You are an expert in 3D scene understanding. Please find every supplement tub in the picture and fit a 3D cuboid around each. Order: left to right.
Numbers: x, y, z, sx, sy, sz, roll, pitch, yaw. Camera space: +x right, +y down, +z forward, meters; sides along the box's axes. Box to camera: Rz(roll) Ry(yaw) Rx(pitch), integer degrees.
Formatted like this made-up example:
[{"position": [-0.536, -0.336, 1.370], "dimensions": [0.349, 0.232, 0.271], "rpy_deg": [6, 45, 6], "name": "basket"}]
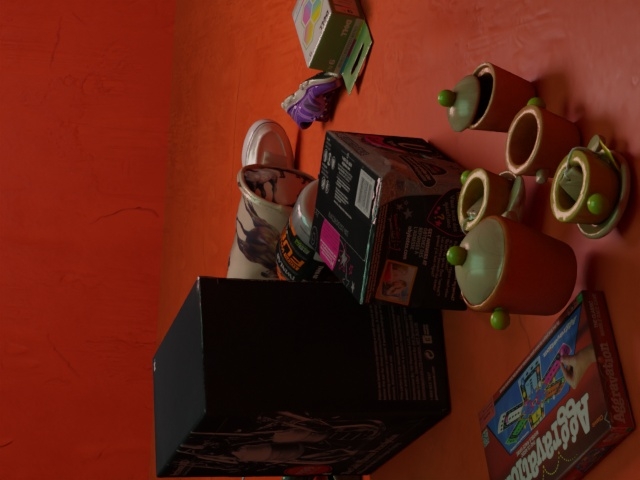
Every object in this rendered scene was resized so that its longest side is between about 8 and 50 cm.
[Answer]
[{"position": [0.000, 0.000, 2.068], "dimensions": [0.190, 0.117, 0.117], "rpy_deg": [116, 152, -55], "name": "supplement tub"}]

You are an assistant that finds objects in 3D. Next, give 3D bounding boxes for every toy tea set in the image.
[{"position": [0.176, -0.062, 1.401], "dimensions": [0.336, 0.124, 0.200], "rpy_deg": [-115, 42, -59], "name": "toy tea set"}]

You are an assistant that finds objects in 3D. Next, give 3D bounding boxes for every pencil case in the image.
[{"position": [-0.092, 0.066, 2.306], "dimensions": [0.183, 0.160, 0.410], "rpy_deg": [-80, 3, -58], "name": "pencil case"}]

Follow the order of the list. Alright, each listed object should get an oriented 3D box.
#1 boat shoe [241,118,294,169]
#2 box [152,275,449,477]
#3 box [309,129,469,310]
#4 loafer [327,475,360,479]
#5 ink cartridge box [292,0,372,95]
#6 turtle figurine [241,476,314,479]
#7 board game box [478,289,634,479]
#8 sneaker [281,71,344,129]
[{"position": [-0.085, -0.078, 2.429], "dimensions": [0.088, 0.096, 0.267], "rpy_deg": [-159, 71, -69], "name": "boat shoe"}, {"position": [-0.040, 0.190, 1.817], "dimensions": [0.343, 0.312, 0.179], "rpy_deg": [125, 145, -62], "name": "box"}, {"position": [0.093, -0.031, 1.705], "dimensions": [0.247, 0.142, 0.163], "rpy_deg": [-132, 48, -67], "name": "box"}, {"position": [0.032, 0.390, 2.001], "dimensions": [0.056, 0.050, 0.148], "rpy_deg": [121, 148, -59], "name": "loafer"}, {"position": [0.016, -0.333, 2.153], "dimensions": [0.209, 0.062, 0.109], "rpy_deg": [-104, 31, -45], "name": "ink cartridge box"}, {"position": [-0.054, 0.335, 2.194], "dimensions": [0.175, 0.118, 0.234], "rpy_deg": [-133, 42, -62], "name": "turtle figurine"}, {"position": [0.229, 0.181, 1.392], "dimensions": [0.281, 0.027, 0.145], "rpy_deg": [116, 151, -54], "name": "board game box"}, {"position": [0.001, -0.230, 2.242], "dimensions": [0.071, 0.068, 0.170], "rpy_deg": [58, 152, 2], "name": "sneaker"}]
